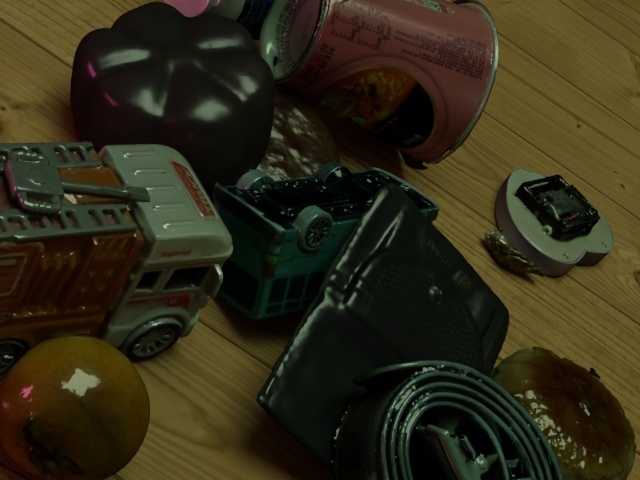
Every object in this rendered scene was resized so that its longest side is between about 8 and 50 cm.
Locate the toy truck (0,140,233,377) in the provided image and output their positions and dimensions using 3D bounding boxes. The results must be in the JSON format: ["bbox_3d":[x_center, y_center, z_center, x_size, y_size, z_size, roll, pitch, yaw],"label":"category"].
[{"bbox_3d":[-0.267,0.007,1.351,0.387,0.207,0.173,-5,53,-43],"label":"toy truck"}]

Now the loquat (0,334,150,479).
[{"bbox_3d":[-0.223,0.150,1.290,0.141,0.141,0.141,22,39,-19],"label":"loquat"}]

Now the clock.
[{"bbox_3d":[0.325,-0.039,2.008,0.198,0.064,0.172,-12,59,-47],"label":"clock"}]

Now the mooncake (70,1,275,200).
[{"bbox_3d":[-0.168,-0.161,1.644,0.245,0.133,0.245,6,44,-6],"label":"mooncake"}]

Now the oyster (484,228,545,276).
[{"bbox_3d":[0.256,0.020,1.914,0.093,0.034,0.051,42,19,26],"label":"oyster"}]

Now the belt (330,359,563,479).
[{"bbox_3d":[0.125,0.232,1.434,0.267,0.116,0.206,49,59,-13],"label":"belt"}]

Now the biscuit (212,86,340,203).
[{"bbox_3d":[-0.070,-0.109,1.748,0.212,0.036,0.212,13,55,-19],"label":"biscuit"}]

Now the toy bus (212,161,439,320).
[{"bbox_3d":[0.000,0.000,1.625,0.256,0.147,0.128,-8,33,-43],"label":"toy bus"}]

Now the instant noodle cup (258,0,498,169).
[{"bbox_3d":[0.065,-0.243,1.867,0.255,0.244,0.244,17,41,-29],"label":"instant noodle cup"}]

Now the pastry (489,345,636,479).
[{"bbox_3d":[0.279,0.215,1.668,0.182,0.093,0.192,0,49,-42],"label":"pastry"}]

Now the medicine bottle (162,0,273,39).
[{"bbox_3d":[-0.123,-0.320,1.876,0.107,0.107,0.191,49,23,17],"label":"medicine bottle"}]

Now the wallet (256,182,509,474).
[{"bbox_3d":[0.085,0.125,1.529,0.247,0.041,0.323,44,55,-19],"label":"wallet"}]
